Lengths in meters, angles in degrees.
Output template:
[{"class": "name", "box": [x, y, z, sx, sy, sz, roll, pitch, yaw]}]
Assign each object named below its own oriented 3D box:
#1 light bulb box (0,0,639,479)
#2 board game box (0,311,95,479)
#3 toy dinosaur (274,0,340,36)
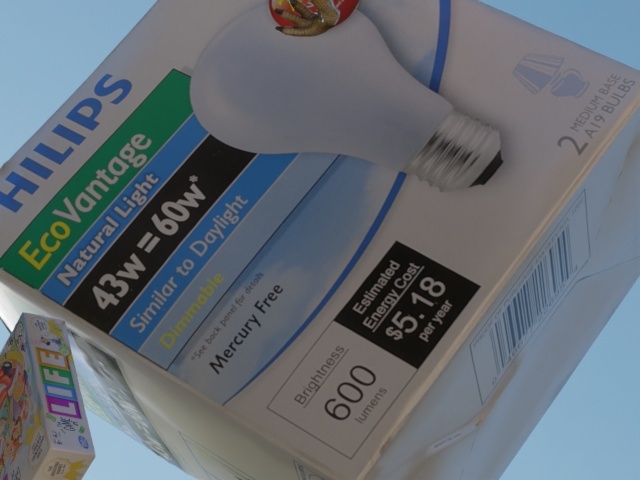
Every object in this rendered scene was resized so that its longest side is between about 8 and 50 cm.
[{"class": "light bulb box", "box": [0.000, 0.000, 1.184, 0.361, 0.358, 0.225, 28, -23, 26]}, {"class": "board game box", "box": [-0.172, 0.129, 0.895, 0.026, 0.103, 0.154, 15, -58, -30]}, {"class": "toy dinosaur", "box": [0.009, -0.121, 0.687, 0.183, 0.053, 0.092, 28, -18, 2]}]
